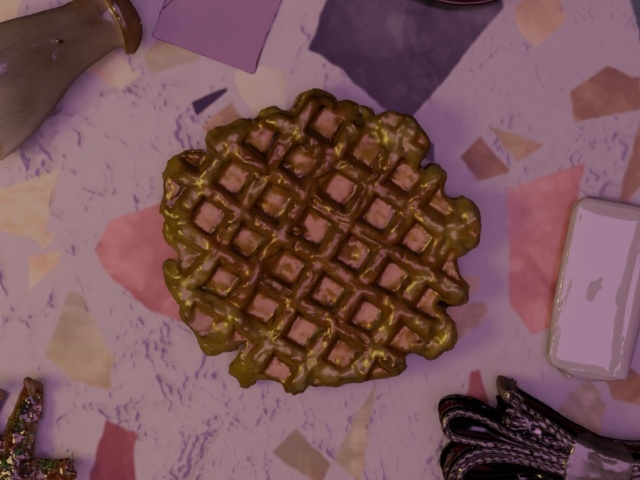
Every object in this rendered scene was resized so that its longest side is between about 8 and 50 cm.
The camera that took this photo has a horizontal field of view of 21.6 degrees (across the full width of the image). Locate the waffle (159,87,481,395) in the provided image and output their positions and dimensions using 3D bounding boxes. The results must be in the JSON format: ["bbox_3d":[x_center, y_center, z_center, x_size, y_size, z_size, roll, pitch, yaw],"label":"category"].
[{"bbox_3d":[0.000,0.000,1.697,0.324,0.068,0.302,-13,94,-2],"label":"waffle"}]

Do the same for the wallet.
[{"bbox_3d":[0.287,0.052,1.722,0.095,0.033,0.190,12,93,0],"label":"wallet"}]

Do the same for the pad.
[{"bbox_3d":[-0.088,-0.276,1.709,0.113,0.006,0.188,20,94,-3],"label":"pad"}]

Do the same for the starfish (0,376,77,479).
[{"bbox_3d":[-0.318,0.242,1.722,0.150,0.053,0.210,-9,98,12],"label":"starfish"}]

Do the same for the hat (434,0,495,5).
[{"bbox_3d":[0.142,-0.333,1.669,0.205,0.089,0.206,0,93,0],"label":"hat"}]

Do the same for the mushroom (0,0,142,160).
[{"bbox_3d":[-0.286,-0.180,1.675,0.225,0.093,0.116,-42,105,-8],"label":"mushroom"}]

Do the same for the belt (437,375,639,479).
[{"bbox_3d":[0.292,0.229,1.703,0.359,0.094,0.126,12,97,0],"label":"belt"}]
